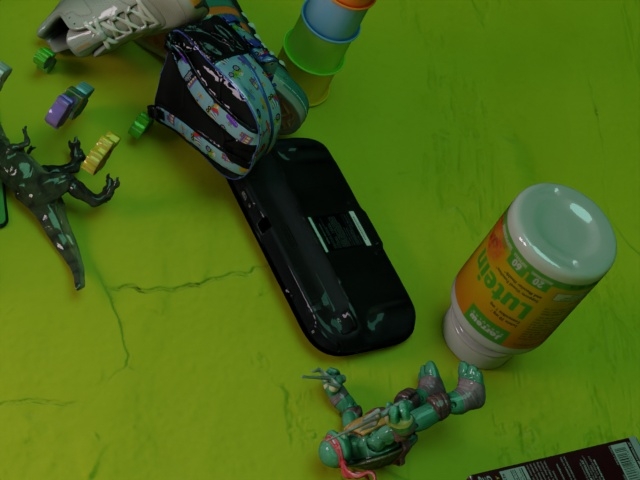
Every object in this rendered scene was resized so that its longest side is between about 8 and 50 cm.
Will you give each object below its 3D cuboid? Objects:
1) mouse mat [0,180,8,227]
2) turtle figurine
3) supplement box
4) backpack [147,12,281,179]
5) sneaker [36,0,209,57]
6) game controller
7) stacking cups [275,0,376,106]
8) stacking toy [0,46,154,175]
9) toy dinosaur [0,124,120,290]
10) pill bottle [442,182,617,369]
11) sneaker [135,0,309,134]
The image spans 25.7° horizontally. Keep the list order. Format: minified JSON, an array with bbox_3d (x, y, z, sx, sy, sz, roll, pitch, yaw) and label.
[{"bbox_3d":[-0.449,-0.094,1.646,0.152,0.007,0.190,2,54,-23],"label":"mouse mat"},{"bbox_3d":[0.068,0.200,1.598,0.234,0.118,0.175,-17,24,-35],"label":"turtle figurine"},{"bbox_3d":[0.252,0.301,1.592,0.239,0.130,0.073,-7,60,-28],"label":"supplement box"},{"bbox_3d":[-0.112,-0.170,1.712,0.117,0.158,0.173,-29,64,-37],"label":"backpack"},{"bbox_3d":[-0.249,-0.272,1.746,0.121,0.262,0.099,-52,123,-31],"label":"sneaker"},{"bbox_3d":[0.000,0.000,1.757,0.166,0.067,0.319,-3,56,-43],"label":"game controller"},{"bbox_3d":[0.018,-0.306,1.813,0.096,0.316,0.096,11,53,-15],"label":"stacking cups"},{"bbox_3d":[-0.303,-0.159,1.691,0.167,0.052,0.221,34,17,-1],"label":"stacking toy"},{"bbox_3d":[-0.312,-0.065,1.657,0.118,0.064,0.268,-27,74,-33],"label":"toy dinosaur"},{"bbox_3d":[0.241,0.053,1.694,0.136,0.246,0.136,12,52,-16],"label":"pill bottle"},{"bbox_3d":[-0.123,-0.264,1.854,0.302,0.108,0.121,38,53,6],"label":"sneaker"}]
